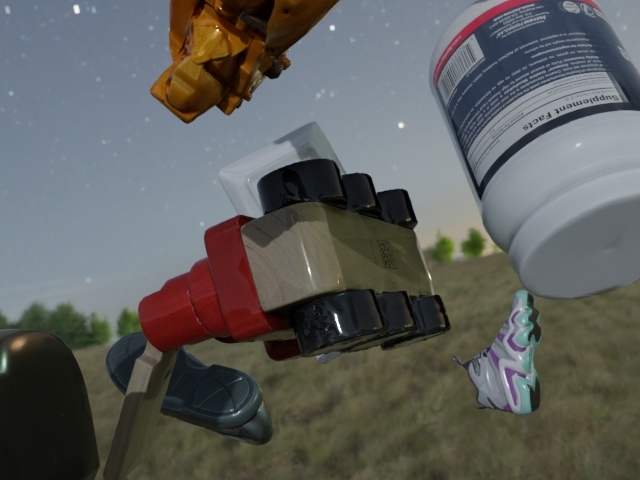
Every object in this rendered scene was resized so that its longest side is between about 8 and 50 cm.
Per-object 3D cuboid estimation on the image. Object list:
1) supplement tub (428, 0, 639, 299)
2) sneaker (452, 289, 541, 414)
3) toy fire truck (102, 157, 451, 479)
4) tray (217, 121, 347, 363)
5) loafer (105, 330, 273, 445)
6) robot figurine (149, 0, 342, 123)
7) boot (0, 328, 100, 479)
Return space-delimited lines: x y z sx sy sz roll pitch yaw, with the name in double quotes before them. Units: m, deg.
"supplement tub" 0.228 -0.100 0.857 0.191 0.272 0.191 -10 -34 -7
"sneaker" 0.138 0.088 0.707 0.069 0.098 0.038 -3 -14 33
"toy fire truck" -0.048 0.067 0.655 0.246 0.158 0.217 -21 -13 22
"tray" 0.000 0.000 1.073 0.145 0.270 0.030 -29 0 -10
"loafer" -0.166 0.189 1.088 0.268 0.084 0.096 14 53 42
"robot figurine" -0.036 -0.170 0.283 0.085 0.211 0.291 -51 -1 -33
"boot" -0.177 0.195 0.467 0.115 0.305 0.112 -2 6 27
